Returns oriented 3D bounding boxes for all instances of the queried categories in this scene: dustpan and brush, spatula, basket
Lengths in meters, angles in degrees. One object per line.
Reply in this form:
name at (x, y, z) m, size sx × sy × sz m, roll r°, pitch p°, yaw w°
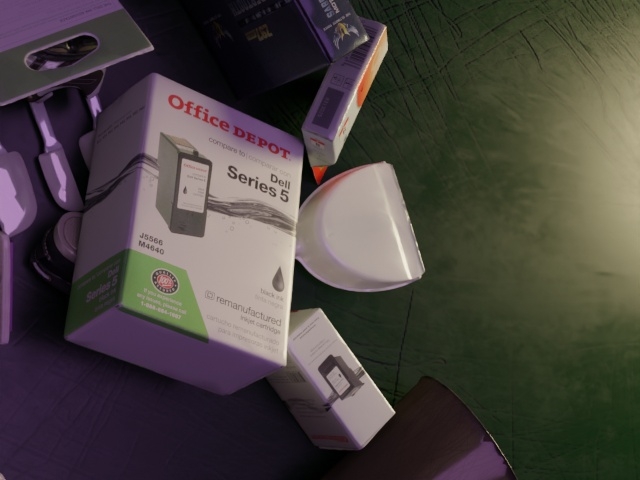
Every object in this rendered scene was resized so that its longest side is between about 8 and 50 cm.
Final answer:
dustpan and brush at (0.000, 0.000, 1.695) m, size 0.211 × 0.060 × 0.147 m, roll -12°, pitch 81°, yaw -31°
spatula at (-0.295, -0.140, 1.584) m, size 0.168 × 0.019 × 0.242 m, roll -20°, pitch 92°, yaw -23°
basket at (0.084, 0.296, 1.661) m, size 0.227 × 0.154 × 0.204 m, roll -33°, pitch 85°, yaw -19°

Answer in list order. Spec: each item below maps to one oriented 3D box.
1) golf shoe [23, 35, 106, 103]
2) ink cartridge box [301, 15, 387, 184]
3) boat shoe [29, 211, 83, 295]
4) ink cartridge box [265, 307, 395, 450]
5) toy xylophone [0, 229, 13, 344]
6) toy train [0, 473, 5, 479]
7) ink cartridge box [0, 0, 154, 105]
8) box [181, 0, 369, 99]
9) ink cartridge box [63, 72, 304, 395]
golf shoe at (-0.315, -0.178, 1.526) m, size 0.198 × 0.077 × 0.093 m, roll 1°, pitch 122°, yaw -1°
ink cartridge box at (0.032, -0.144, 1.648) m, size 0.045 × 0.179 × 0.145 m, roll 21°, pitch 76°, yaw 14°
boat shoe at (-0.198, 0.055, 1.593) m, size 0.233 × 0.079 × 0.084 m, roll 32°, pitch 35°, yaw -23°
ink cartridge box at (-0.003, 0.153, 1.648) m, size 0.063 × 0.109 × 0.150 m, roll -41°, pitch 104°, yaw -25°
toy xylophone at (-0.460, 0.019, 1.441) m, size 0.323 × 0.081 × 0.236 m, roll -11°, pitch 104°, yaw -23°
toy train at (-0.326, 0.324, 1.524) m, size 0.125 × 0.046 × 0.166 m, roll 22°, pitch 78°, yaw -22°
ink cartridge box at (-0.295, -0.228, 1.469) m, size 0.171 × 0.056 × 0.235 m, roll -25°, pitch 67°, yaw -26°
box at (-0.065, -0.255, 1.576) m, size 0.059 × 0.233 × 0.183 m, roll -36°, pitch 102°, yaw -25°
ink cartridge box at (-0.134, -0.006, 1.535) m, size 0.198 × 0.115 × 0.272 m, roll 23°, pitch 56°, yaw -30°
